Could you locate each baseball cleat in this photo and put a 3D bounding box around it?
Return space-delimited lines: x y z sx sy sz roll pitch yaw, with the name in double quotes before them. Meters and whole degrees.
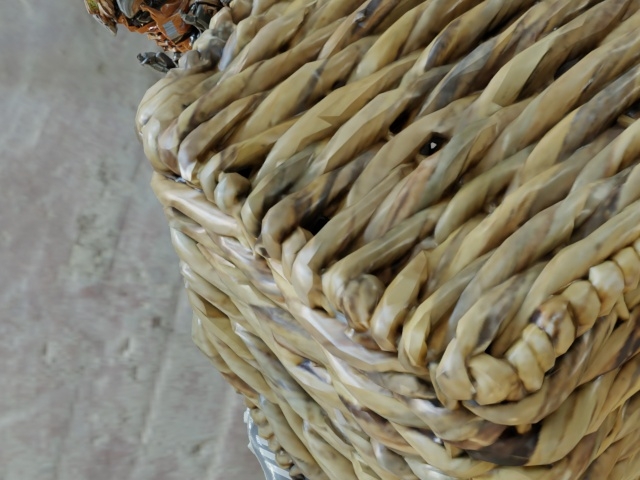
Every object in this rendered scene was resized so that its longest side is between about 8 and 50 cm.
"baseball cleat" -0.031 0.281 1.929 0.109 0.072 0.206 -25 69 27

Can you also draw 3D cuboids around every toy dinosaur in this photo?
"toy dinosaur" -0.037 -0.190 1.307 0.218 0.322 0.164 -45 50 41

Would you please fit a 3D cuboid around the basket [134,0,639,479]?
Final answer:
"basket" 0.105 -0.014 0.542 0.299 0.223 0.213 -37 47 -18
